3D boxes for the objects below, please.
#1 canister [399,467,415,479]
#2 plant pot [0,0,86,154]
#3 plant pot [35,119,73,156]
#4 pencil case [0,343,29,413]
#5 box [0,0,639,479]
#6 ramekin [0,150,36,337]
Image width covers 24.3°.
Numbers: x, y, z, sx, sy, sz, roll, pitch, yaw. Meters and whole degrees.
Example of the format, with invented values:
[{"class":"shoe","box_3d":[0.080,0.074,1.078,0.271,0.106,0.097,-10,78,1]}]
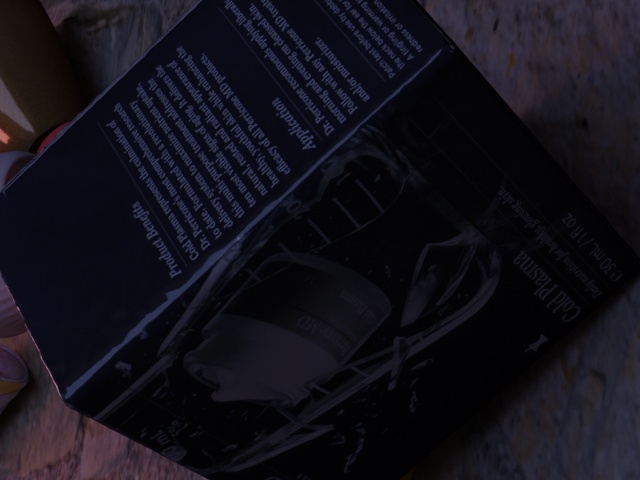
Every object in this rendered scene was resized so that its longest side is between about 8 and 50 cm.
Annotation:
[{"class":"canister","box_3d":[0.031,0.239,1.757,0.170,0.073,0.126,10,80,41]},{"class":"plant pot","box_3d":[-0.465,-0.225,2.282,0.237,0.237,0.254,-48,65,17]},{"class":"plant pot","box_3d":[-0.282,-0.025,2.019,0.275,0.275,0.243,-39,42,24]},{"class":"pencil case","box_3d":[-0.549,0.270,2.226,0.273,0.113,0.124,-52,26,16]},{"class":"box","box_3d":[0.000,0.000,1.535,0.472,0.480,0.297,-41,50,9]},{"class":"ramekin","box_3d":[-0.437,-0.005,2.136,0.127,0.273,0.273,-19,62,23]}]
